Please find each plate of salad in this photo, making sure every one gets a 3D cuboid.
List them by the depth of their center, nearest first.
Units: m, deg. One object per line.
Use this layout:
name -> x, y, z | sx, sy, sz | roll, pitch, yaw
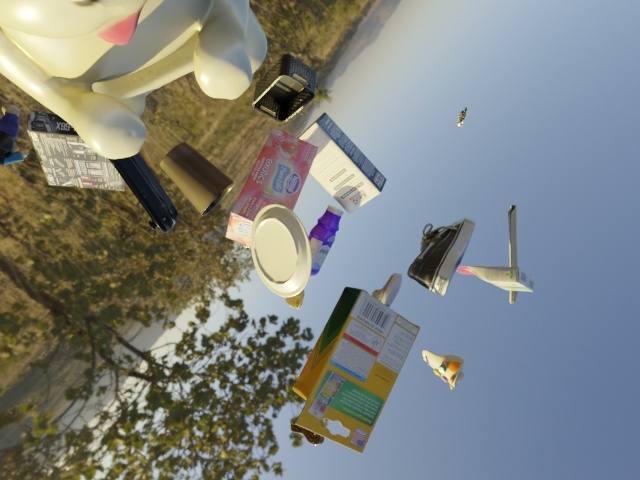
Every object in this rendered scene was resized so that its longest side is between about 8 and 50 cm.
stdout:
plate of salad -> -0.081, 0.020, 0.900 | 0.048, 0.199, 0.200 | -13, 158, -44

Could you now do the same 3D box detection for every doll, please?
doll -> -0.623, -0.185, 0.797 | 0.046, 0.129, 0.188 | -54, -138, 43

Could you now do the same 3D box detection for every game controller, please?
game controller -> -0.394, -0.156, 0.844 | 0.067, 0.319, 0.166 | -38, -155, -22

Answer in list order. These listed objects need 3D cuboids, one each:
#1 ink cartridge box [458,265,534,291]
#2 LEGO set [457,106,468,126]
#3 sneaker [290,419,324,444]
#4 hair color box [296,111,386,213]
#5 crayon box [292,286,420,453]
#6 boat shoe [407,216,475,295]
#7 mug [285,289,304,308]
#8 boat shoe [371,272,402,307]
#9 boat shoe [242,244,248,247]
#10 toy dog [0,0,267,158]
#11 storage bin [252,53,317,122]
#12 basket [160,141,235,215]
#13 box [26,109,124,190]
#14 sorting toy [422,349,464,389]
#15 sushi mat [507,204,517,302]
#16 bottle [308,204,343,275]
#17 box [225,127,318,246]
ink cartridge box -> 0.519, 0.117, 1.319 | 0.225, 0.181, 0.056 | -3, -105, 39
LEGO set -> 0.393, -0.347, 1.196 | 0.083, 0.024, 0.054 | -20, 121, -58
sneaker -> -0.031, 0.755, 1.690 | 0.192, 0.086, 0.064 | -2, -110, 50
hair color box -> 0.065, -0.284, 1.599 | 0.174, 0.347, 0.105 | -33, -162, 40
crayon box -> 0.078, 0.298, 1.003 | 0.083, 0.203, 0.322 | 1, -121, 62
boat shoe -> 0.281, 0.017, 0.996 | 0.306, 0.105, 0.113 | -45, 151, -46
mug -> -0.083, 0.210, 1.569 | 0.062, 0.078, 0.064 | -2, 122, -58
boat shoe -> 0.260, 0.251, 1.832 | 0.096, 0.088, 0.267 | 18, 97, -56
boat shoe -> -0.259, -0.015, 1.609 | 0.066, 0.066, 0.183 | -33, -163, -25
toy dog -> -0.207, -0.283, 0.389 | 0.285, 0.395, 0.408 | -17, -161, -5
storage bin -> -0.106, -0.445, 1.261 | 0.180, 0.122, 0.084 | -23, -125, 47
basket -> -0.451, -0.229, 1.543 | 0.204, 0.227, 0.154 | -38, -171, 48
box -> -0.775, -0.278, 1.391 | 0.307, 0.243, 0.076 | 128, -40, -58
sorting toy -> 0.225, 0.233, 0.793 | 0.045, 0.075, 0.083 | -49, 146, -17
sushi mat -> 0.661, 0.044, 1.463 | 0.019, 0.316, 0.151 | 0, -168, 29
bottle -> 0.000, 0.000, 1.665 | 0.282, 0.092, 0.118 | -63, 158, 9
box -> -0.130, -0.134, 1.162 | 0.154, 0.142, 0.299 | 123, -12, -60
